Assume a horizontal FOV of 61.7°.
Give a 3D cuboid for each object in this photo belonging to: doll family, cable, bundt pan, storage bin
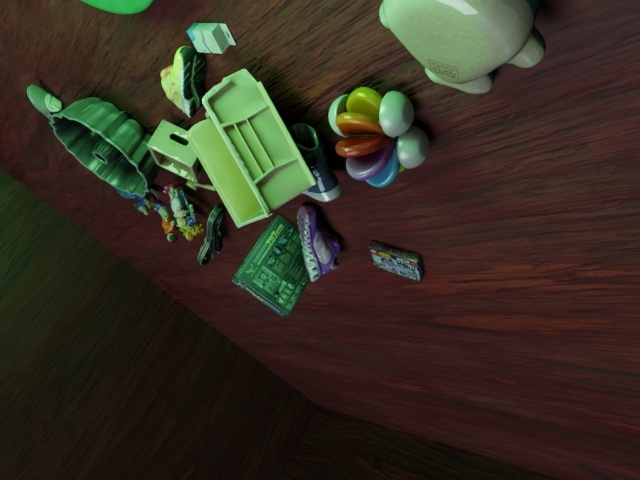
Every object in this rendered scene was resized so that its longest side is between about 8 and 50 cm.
[{"bbox_3d":[-0.442,-0.080,1.747,0.163,0.118,0.263,65,151,6],"label":"doll family"},{"bbox_3d":[-0.375,-0.016,1.787,0.072,0.139,0.287,34,154,13],"label":"cable"},{"bbox_3d":[-0.603,-0.282,1.558,0.330,0.124,0.331,26,156,13],"label":"bundt pan"},{"bbox_3d":[-0.158,-0.177,1.107,0.261,0.123,0.262,61,161,-7],"label":"storage bin"}]

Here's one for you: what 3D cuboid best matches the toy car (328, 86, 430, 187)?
[{"bbox_3d":[0.091,-0.170,0.946,0.159,0.136,0.182,8,146,41],"label":"toy car"}]

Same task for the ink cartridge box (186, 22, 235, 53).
[{"bbox_3d":[-0.207,-0.384,1.019,0.083,0.028,0.048,15,151,32],"label":"ink cartridge box"}]

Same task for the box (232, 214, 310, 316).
[{"bbox_3d":[-0.114,0.071,1.524,0.183,0.233,0.059,37,152,-13],"label":"box"}]

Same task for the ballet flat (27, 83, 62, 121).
[{"bbox_3d":[-0.827,-0.406,1.675,0.068,0.072,0.213,-2,150,5],"label":"ballet flat"}]

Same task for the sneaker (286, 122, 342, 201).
[{"bbox_3d":[-0.059,-0.180,1.177,0.226,0.086,0.163,17,144,48],"label":"sneaker"}]

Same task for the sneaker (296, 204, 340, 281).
[{"bbox_3d":[0.000,0.000,1.446,0.095,0.104,0.237,-110,9,-53],"label":"sneaker"}]

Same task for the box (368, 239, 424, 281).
[{"bbox_3d":[0.196,0.052,1.379,0.137,0.027,0.094,18,151,29],"label":"box"}]

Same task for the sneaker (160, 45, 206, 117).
[{"bbox_3d":[-0.303,-0.345,1.145,0.094,0.081,0.208,34,156,0],"label":"sneaker"}]

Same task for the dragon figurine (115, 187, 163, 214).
[{"bbox_3d":[-0.637,-0.184,1.830,0.144,0.085,0.289,10,149,38],"label":"dragon figurine"}]

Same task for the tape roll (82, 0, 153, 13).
[{"bbox_3d":[-0.394,-0.524,0.868,0.321,0.077,0.321,21,158,9],"label":"tape roll"}]

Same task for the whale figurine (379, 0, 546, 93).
[{"bbox_3d":[0.183,-0.283,0.675,0.216,0.141,0.272,23,179,19],"label":"whale figurine"}]

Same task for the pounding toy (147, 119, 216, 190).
[{"bbox_3d":[-0.341,-0.212,1.439,0.181,0.094,0.206,26,165,1],"label":"pounding toy"}]
